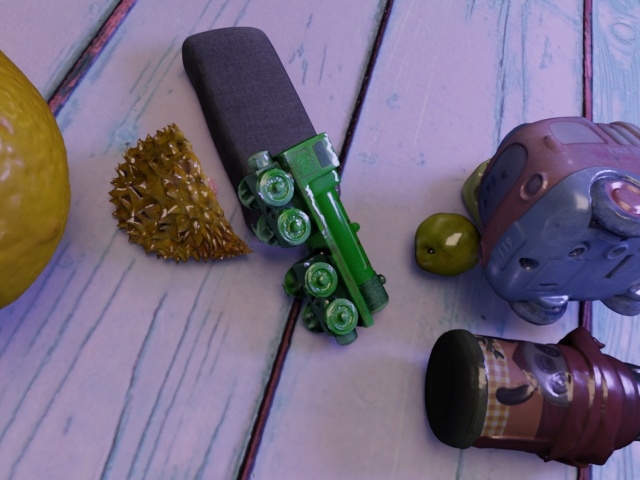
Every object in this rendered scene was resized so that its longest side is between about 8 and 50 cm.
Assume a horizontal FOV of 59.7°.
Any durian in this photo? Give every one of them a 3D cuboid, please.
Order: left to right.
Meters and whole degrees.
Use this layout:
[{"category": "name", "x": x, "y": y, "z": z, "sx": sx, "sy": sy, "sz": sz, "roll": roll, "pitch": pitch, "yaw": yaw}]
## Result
[{"category": "durian", "x": -0.178, "y": -0.059, "z": 0.691, "sx": 0.132, "sy": 0.165, "sz": 0.182, "roll": 0, "pitch": 82, "yaw": -59}]

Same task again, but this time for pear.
[{"category": "pear", "x": 0.170, "y": 0.007, "z": 0.745, "sx": 0.092, "sy": 0.092, "sz": 0.097, "roll": 43, "pitch": 60, "yaw": 10}]

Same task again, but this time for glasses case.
[{"category": "glasses case", "x": -0.087, "y": -0.162, "z": 0.775, "sx": 0.131, "sy": 0.074, "sz": 0.323, "roll": -15, "pitch": 67, "yaw": -22}]

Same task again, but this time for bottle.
[{"category": "bottle", "x": 0.267, "y": 0.175, "z": 0.648, "sx": 0.272, "sy": 0.143, "sz": 0.156, "roll": 7, "pitch": 86, "yaw": -8}]

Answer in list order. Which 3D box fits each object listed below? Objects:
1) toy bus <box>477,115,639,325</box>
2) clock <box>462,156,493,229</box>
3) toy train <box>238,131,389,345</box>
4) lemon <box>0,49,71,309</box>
[{"category": "toy bus", "x": 0.323, "y": -0.046, "z": 0.681, "sx": 0.295, "sy": 0.197, "sz": 0.231, "roll": -3, "pitch": 52, "yaw": -17}, {"category": "clock", "x": 0.327, "y": -0.024, "z": 0.810, "sx": 0.170, "sy": 0.069, "sz": 0.231, "roll": -17, "pitch": 68, "yaw": -22}, {"category": "toy train", "x": 0.000, "y": 0.000, "z": 0.662, "sx": 0.119, "sy": 0.085, "sz": 0.251, "roll": -33, "pitch": 104, "yaw": -26}, {"category": "lemon", "x": -0.404, "y": -0.065, "z": 0.513, "sx": 0.337, "sy": 0.336, "sz": 0.335, "roll": 6, "pitch": 61, "yaw": -11}]
